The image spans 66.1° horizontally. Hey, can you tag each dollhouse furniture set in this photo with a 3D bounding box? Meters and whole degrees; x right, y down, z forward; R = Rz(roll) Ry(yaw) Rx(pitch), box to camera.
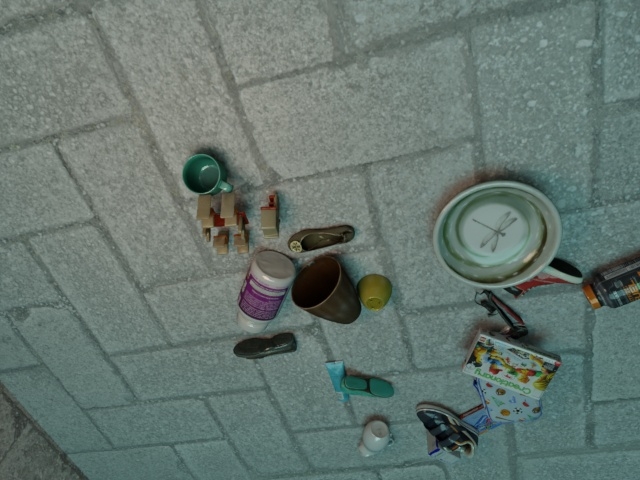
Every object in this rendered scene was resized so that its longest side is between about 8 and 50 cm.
[{"bbox_3d":[-0.269,-0.073,1.650,0.259,0.135,0.262,-4,153,2],"label":"dollhouse furniture set"}]

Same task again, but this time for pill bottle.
[{"bbox_3d":[1.037,0.150,1.684,0.246,0.130,0.130,-30,116,23],"label":"pill bottle"},{"bbox_3d":[-0.213,0.199,1.823,0.169,0.169,0.301,20,123,-7],"label":"pill bottle"}]

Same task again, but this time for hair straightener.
[{"bbox_3d":[0.658,0.266,1.849,0.230,0.047,0.089,38,119,-17],"label":"hair straightener"}]

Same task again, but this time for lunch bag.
[{"bbox_3d":[0.762,0.608,2.012,0.243,0.115,0.303,-13,113,21],"label":"lunch bag"}]

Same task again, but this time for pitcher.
[{"bbox_3d":[0.276,0.921,2.291,0.178,0.125,0.207,-5,136,-15],"label":"pitcher"}]

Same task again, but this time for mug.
[{"bbox_3d":[-0.363,-0.197,1.598,0.129,0.097,0.157,-30,84,7],"label":"mug"}]

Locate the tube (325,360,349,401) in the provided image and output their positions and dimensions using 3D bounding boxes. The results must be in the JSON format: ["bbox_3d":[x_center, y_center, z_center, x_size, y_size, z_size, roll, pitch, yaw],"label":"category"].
[{"bbox_3d":[0.080,0.609,2.139,0.080,0.052,0.207,-13,116,3],"label":"tube"}]

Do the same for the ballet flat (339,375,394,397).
[{"bbox_3d":[0.194,0.635,2.121,0.247,0.083,0.087,15,145,-18],"label":"ballet flat"}]

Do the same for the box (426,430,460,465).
[{"bbox_3d":[0.564,0.938,2.256,0.137,0.126,0.072,32,122,-14],"label":"box"}]

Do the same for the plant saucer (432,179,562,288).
[{"bbox_3d":[0.572,-0.028,1.622,0.401,0.100,0.400,4,120,7],"label":"plant saucer"}]

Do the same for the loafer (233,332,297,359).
[{"bbox_3d":[-0.228,0.456,2.044,0.268,0.096,0.084,-13,127,12],"label":"loafer"}]

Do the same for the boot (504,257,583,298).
[{"bbox_3d":[0.776,0.145,1.737,0.244,0.088,0.176,15,124,6],"label":"boot"}]

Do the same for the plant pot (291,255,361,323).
[{"bbox_3d":[0.047,0.207,1.800,0.215,0.215,0.230,-29,131,22],"label":"plant pot"}]

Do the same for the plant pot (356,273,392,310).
[{"bbox_3d":[0.201,0.207,1.829,0.134,0.095,0.134,3,124,4],"label":"plant pot"}]

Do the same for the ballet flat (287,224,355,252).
[{"bbox_3d":[0.000,0.000,1.736,0.250,0.058,0.084,-10,121,12],"label":"ballet flat"}]

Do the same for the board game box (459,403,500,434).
[{"bbox_3d":[0.775,0.762,2.176,0.145,0.027,0.281,41,118,-18],"label":"board game box"}]

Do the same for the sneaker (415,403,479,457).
[{"bbox_3d":[0.564,0.847,2.180,0.321,0.127,0.126,29,134,-6],"label":"sneaker"}]

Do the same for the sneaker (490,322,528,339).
[{"bbox_3d":[0.719,0.385,1.903,0.178,0.077,0.072,-26,118,20],"label":"sneaker"}]

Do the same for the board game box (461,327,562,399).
[{"bbox_3d":[0.717,0.467,1.863,0.305,0.053,0.193,19,117,7],"label":"board game box"}]
